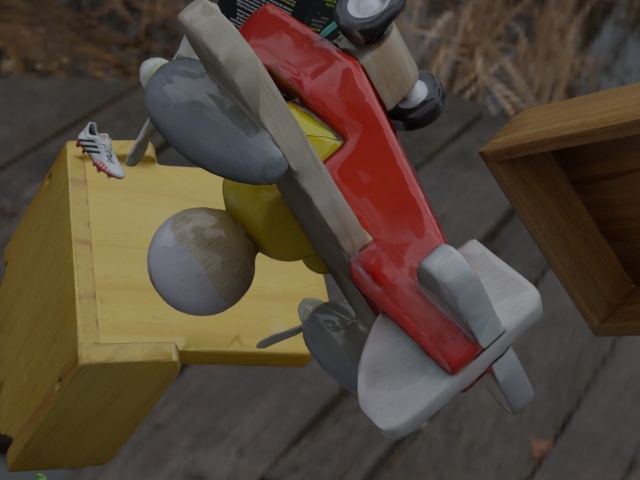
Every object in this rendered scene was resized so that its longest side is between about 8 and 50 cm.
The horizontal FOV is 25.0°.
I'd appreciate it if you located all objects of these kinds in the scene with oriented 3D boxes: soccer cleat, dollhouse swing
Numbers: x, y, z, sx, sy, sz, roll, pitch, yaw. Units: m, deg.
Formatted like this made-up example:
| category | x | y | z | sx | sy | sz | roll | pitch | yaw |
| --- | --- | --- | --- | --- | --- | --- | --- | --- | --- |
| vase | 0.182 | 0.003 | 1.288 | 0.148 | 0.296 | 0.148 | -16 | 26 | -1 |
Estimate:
| category | x | y | z | sx | sy | sz | roll | pitch | yaw |
| --- | --- | --- | --- | --- | --- | --- | --- | --- | --- |
| soccer cleat | -0.244 | -0.100 | 1.625 | 0.029 | 0.036 | 0.083 | 5 | 33 | -51 |
| dollhouse swing | -0.201 | 0.089 | 1.793 | 0.305 | 0.315 | 0.347 | 14 | 43 | -28 |

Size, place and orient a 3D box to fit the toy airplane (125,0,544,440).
| category | x | y | z | sx | sy | sz | roll | pitch | yaw |
| --- | --- | --- | --- | --- | --- | --- | --- | --- | --- |
| toy airplane | 0.000 | 0.000 | 1.110 | 0.272 | 0.386 | 0.384 | -24 | 5 | 5 |

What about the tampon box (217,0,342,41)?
| category | x | y | z | sx | sy | sz | roll | pitch | yaw |
| --- | --- | --- | --- | --- | --- | --- | --- | --- | --- |
| tampon box | -0.020 | -0.245 | 1.428 | 0.101 | 0.161 | 0.120 | 30 | 15 | 22 |

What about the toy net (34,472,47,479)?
| category | x | y | z | sx | sy | sz | roll | pitch | yaw |
| --- | --- | --- | --- | --- | --- | --- | --- | --- | --- |
| toy net | -0.334 | 0.376 | 1.812 | 0.045 | 0.122 | 0.232 | -17 | 14 | 1 |

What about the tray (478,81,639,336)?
| category | x | y | z | sx | sy | sz | roll | pitch | yaw |
| --- | --- | --- | --- | --- | --- | --- | --- | --- | --- |
| tray | 0.316 | -0.031 | 1.084 | 0.076 | 0.203 | 0.411 | -42 | 17 | -26 |
